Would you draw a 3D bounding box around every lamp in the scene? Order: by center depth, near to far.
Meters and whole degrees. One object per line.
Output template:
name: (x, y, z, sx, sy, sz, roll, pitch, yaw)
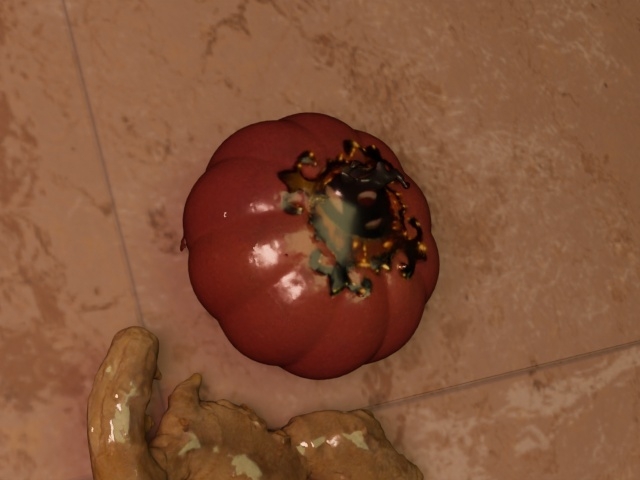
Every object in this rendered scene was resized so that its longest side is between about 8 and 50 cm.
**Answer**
lamp: (0.000, 0.000, 0.827, 0.182, 0.140, 0.182, 12, 67, -30)

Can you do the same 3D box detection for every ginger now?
ginger: (-0.041, 0.159, 0.789, 0.258, 0.065, 0.149, 25, 71, -34)
